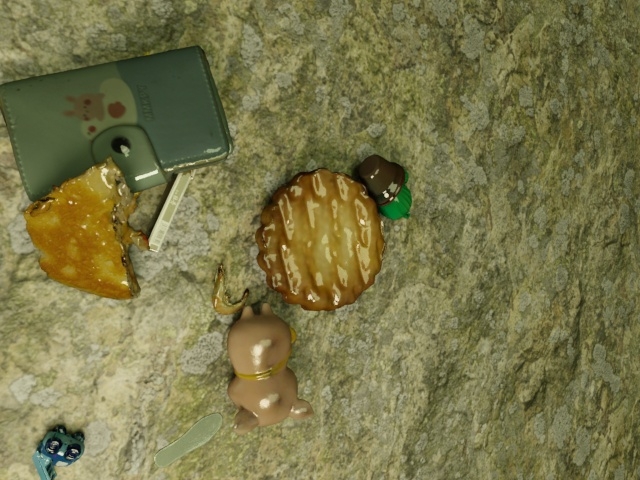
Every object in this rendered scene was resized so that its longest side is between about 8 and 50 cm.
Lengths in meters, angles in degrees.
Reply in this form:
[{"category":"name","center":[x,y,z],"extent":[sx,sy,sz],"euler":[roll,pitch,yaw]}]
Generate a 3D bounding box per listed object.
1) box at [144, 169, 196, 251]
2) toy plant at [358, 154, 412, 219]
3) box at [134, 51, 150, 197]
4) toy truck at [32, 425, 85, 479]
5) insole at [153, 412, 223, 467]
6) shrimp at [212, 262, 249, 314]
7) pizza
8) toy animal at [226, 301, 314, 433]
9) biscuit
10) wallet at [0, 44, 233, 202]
[{"category":"box","center":[-0.290,-0.072,0.849],"extent":[0.029,0.109,0.198],"euler":[26,78,-26]},{"category":"toy plant","center":[0.175,-0.133,1.110],"extent":[0.200,0.105,0.142],"euler":[39,56,-40]},{"category":"box","center":[-0.354,-0.214,0.855],"extent":[0.152,0.043,0.269],"euler":[36,72,-19]},{"category":"toy truck","center":[-0.468,0.384,0.782],"extent":[0.073,0.056,0.090],"euler":[32,88,-19]},{"category":"insole","center":[-0.269,0.411,0.913],"extent":[0.153,0.002,0.053],"euler":[-27,102,-26]},{"category":"shrimp","center":[-0.192,0.102,0.949],"extent":[0.083,0.023,0.114],"euler":[-4,97,-31]},{"category":"pizza","center":[-0.380,-0.019,0.734],"extent":[0.189,0.296,0.071],"euler":[12,41,-7]},{"category":"toy animal","center":[-0.118,0.256,0.924],"extent":[0.165,0.149,0.247],"euler":[-9,82,-13]},{"category":"biscuit","center":[0.000,0.000,1.008],"extent":[0.326,0.107,0.325],"euler":[-2,93,-28]},{"category":"wallet","center":[-0.347,-0.202,0.772],"extent":[0.361,0.083,0.252],"euler":[-18,80,-11]}]
